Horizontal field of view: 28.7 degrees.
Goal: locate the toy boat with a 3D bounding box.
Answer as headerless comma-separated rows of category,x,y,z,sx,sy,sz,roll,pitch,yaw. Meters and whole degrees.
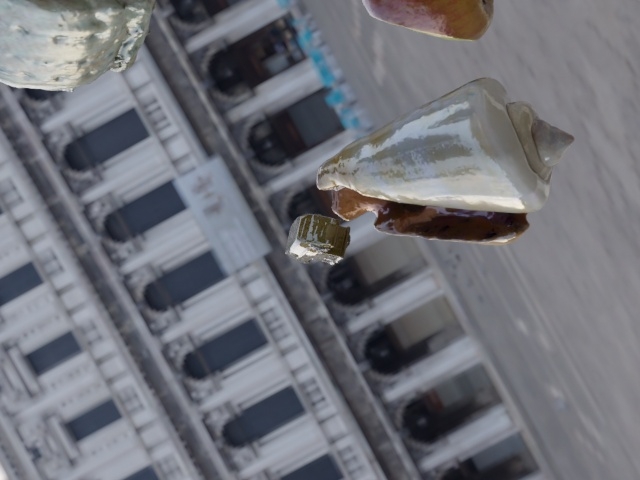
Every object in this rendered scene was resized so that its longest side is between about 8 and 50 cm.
toy boat,0.000,0.000,1.678,0.200,0.077,0.057,137,147,-80

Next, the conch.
conch,0.121,-0.082,1.179,0.158,0.255,0.127,53,-129,-46

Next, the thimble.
thimble,-0.320,-0.330,1.481,0.291,0.291,0.195,62,153,11

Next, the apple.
apple,0.143,-0.343,1.654,0.195,0.173,0.160,-20,-70,-68
